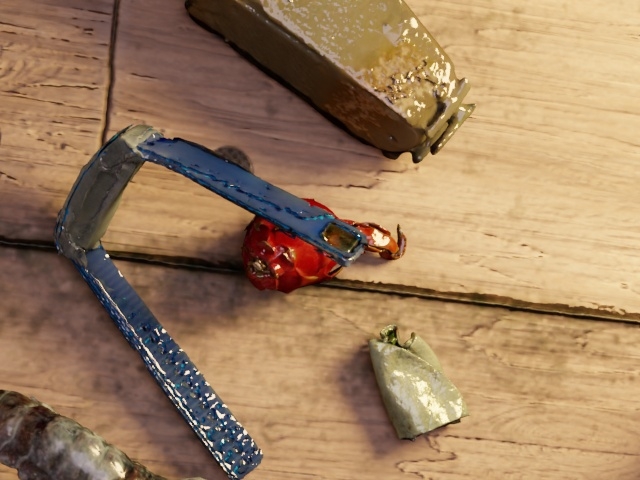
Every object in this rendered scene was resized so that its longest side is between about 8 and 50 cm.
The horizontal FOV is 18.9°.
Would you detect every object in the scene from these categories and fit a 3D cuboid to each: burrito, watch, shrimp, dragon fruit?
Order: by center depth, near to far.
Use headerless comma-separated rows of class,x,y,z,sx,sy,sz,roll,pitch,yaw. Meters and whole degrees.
shrimp,-0.164,0.273,1.746,0.410,0.166,0.221,45,46,-9
watch,-0.128,0.048,1.808,0.274,0.068,0.276,29,114,6
dragon fruit,0.000,0.000,1.875,0.190,0.094,0.094,-9,83,-37
burrito,0.091,0.137,1.886,0.074,0.044,0.118,-25,89,-19

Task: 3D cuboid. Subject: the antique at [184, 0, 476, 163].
antique,0.021,-0.195,1.881,0.284,0.125,0.150,43,74,-4
